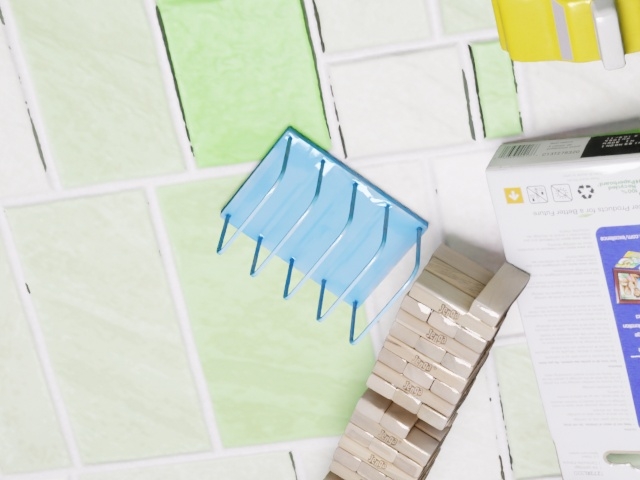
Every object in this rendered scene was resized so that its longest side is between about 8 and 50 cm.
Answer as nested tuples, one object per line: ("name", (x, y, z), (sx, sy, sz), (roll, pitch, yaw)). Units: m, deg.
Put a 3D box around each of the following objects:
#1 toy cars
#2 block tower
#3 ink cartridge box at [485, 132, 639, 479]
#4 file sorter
("toy cars", (0.334, -0.160, 1.423), (0.393, 0.087, 0.176), (20, 130, -18))
("block tower", (0.091, 0.157, 1.612), (0.097, 0.091, 0.335), (30, 124, 9))
("ink cartridge box", (0.286, 0.074, 1.572), (0.175, 0.069, 0.371), (-3, 116, 26))
("file sorter", (0.000, 0.000, 1.561), (0.170, 0.104, 0.118), (35, 114, -12))
